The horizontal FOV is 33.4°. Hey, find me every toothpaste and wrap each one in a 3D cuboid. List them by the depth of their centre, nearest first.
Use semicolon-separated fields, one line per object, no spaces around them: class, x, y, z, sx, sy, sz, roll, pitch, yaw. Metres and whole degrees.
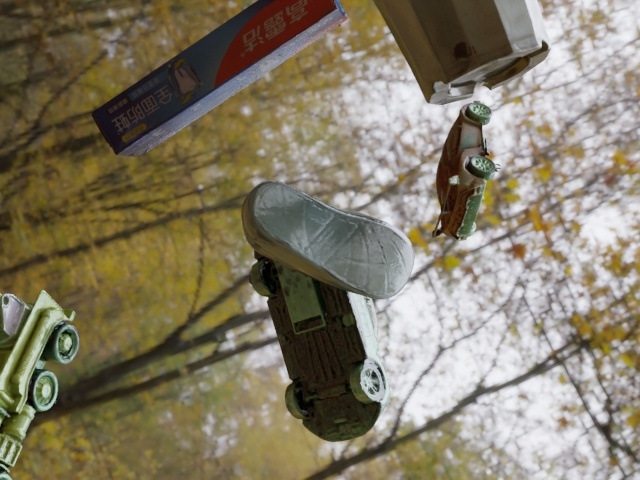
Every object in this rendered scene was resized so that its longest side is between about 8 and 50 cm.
toothpaste;-0.120;-0.209;1.280;0.066;0.320;0.076;58;10;4

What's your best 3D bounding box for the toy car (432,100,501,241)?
toy car;0.099;-0.053;0.746;0.122;0.035;0.059;-84;-175;-50

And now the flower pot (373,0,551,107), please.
flower pot;0.192;-0.344;1.498;0.259;0.290;0.290;70;-24;8

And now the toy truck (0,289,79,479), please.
toy truck;-0.373;0.164;1.136;0.128;0.259;0.135;2;-32;24

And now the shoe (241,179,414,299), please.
shoe;0.000;0.000;1.327;0.100;0.251;0.103;-1;-112;58

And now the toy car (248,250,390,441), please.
toy car;0.013;0.116;1.464;0.136;0.125;0.306;-21;-94;34
